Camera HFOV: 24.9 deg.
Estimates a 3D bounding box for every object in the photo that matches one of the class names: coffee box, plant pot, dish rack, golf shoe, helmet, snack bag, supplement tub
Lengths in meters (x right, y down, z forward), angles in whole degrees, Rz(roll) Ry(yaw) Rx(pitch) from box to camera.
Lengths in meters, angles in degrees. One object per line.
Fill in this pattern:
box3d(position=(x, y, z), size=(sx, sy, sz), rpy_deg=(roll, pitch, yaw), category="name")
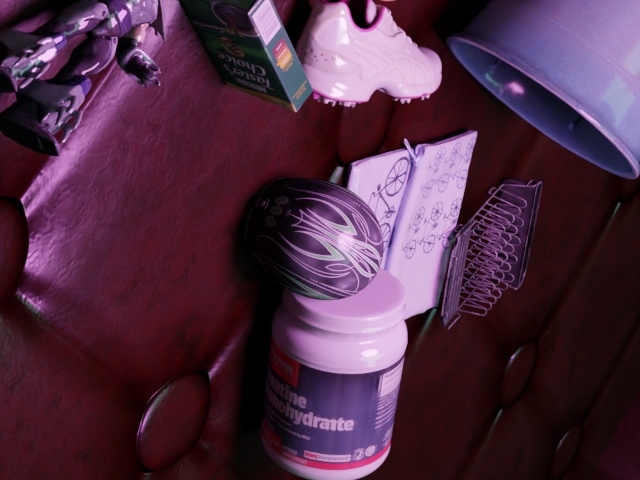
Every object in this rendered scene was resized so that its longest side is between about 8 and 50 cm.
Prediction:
box3d(position=(-0.085, -0.227, 1.657), size=(0.040, 0.113, 0.184), rpy_deg=(-56, 150, -18), category="coffee box")
box3d(position=(0.418, -0.321, 2.101), size=(0.334, 0.341, 0.341), rpy_deg=(-53, 149, -1), category="plant pot")
box3d(position=(0.281, 0.026, 2.431), size=(0.271, 0.074, 0.208), rpy_deg=(-41, 143, -52), category="dish rack")
box3d(position=(0.076, -0.254, 1.899), size=(0.306, 0.115, 0.140), rpy_deg=(-13, 119, -55), category="golf shoe")
box3d(position=(0.000, 0.000, 1.903), size=(0.169, 0.161, 0.169), rpy_deg=(-37, 140, -40), category="helmet")
box3d(position=(0.115, -0.001, 2.212), size=(0.342, 0.037, 0.323), rpy_deg=(-16, 125, -53), category="snack bag")
box3d(position=(0.019, 0.183, 2.036), size=(0.191, 0.191, 0.272), rpy_deg=(-27, 132, -47), category="supplement tub")

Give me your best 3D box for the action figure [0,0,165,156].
box3d(position=(-0.223, -0.213, 1.467), size=(0.285, 0.099, 0.185), rpy_deg=(-50, 138, -33), category="action figure")
